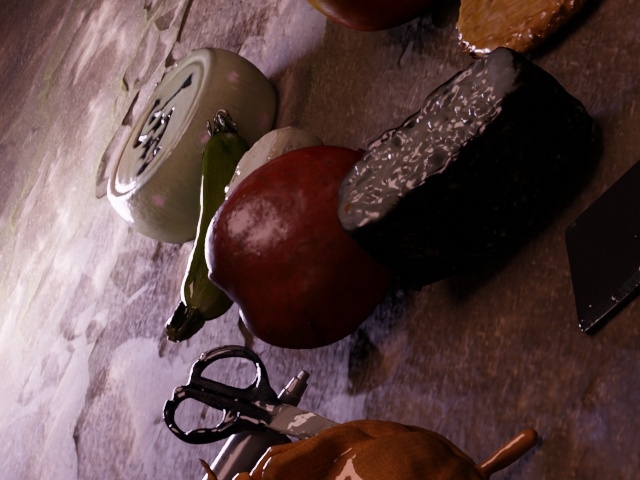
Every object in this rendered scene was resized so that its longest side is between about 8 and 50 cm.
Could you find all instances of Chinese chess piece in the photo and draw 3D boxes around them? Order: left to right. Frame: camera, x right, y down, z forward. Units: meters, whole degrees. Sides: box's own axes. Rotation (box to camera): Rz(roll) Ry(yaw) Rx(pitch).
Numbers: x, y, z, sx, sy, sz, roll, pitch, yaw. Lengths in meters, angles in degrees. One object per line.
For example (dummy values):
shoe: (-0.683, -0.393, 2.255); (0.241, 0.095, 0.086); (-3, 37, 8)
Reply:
Chinese chess piece: (-0.159, -0.117, 2.318); (0.250, 0.101, 0.250); (-46, 25, 29)

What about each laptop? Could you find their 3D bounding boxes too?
laptop: (0.255, -0.022, 1.463); (0.180, 0.016, 0.129); (-47, 25, 30)

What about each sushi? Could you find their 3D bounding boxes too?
sushi: (0.126, -0.056, 1.624); (0.225, 0.127, 0.124); (-40, 28, 23)

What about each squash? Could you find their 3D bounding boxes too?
squash: (-0.109, -0.014, 2.111); (0.071, 0.080, 0.318); (89, -172, -52)

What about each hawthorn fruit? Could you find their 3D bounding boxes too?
hawthorn fruit: (0.000, 0.000, 1.777); (0.202, 0.185, 0.185); (-37, 27, 8)

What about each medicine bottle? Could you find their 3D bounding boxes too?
medicine bottle: (-0.066, 0.207, 1.783); (0.199, 0.058, 0.057); (-57, 23, 3)

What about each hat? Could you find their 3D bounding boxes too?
hat: (0.072, 0.213, 1.425); (0.233, 0.233, 0.244); (-33, 35, -6)

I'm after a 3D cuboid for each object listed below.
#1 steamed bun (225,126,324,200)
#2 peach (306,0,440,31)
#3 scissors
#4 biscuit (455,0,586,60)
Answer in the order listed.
steamed bun: (-0.036, -0.062, 2.007); (0.130, 0.091, 0.112); (-32, 30, 51)
peach: (0.054, -0.370, 2.000); (0.274, 0.249, 0.245); (-57, -16, 13)
scissors: (-0.036, 0.161, 1.723); (0.300, 0.022, 0.109); (13, 61, 49)
biscuit: (0.221, -0.278, 1.820); (0.254, 0.035, 0.254); (-46, 26, 31)
